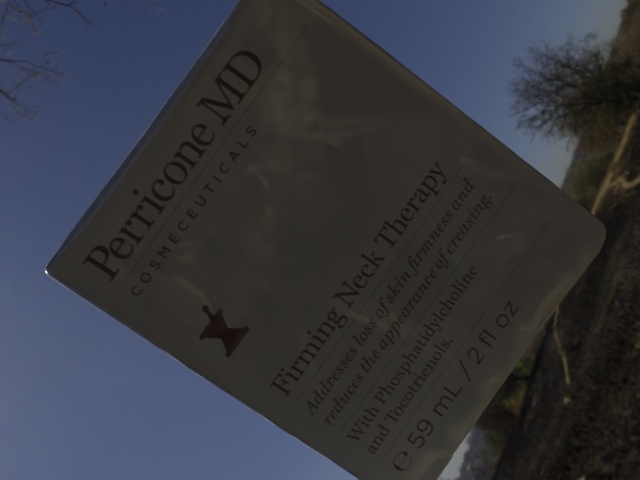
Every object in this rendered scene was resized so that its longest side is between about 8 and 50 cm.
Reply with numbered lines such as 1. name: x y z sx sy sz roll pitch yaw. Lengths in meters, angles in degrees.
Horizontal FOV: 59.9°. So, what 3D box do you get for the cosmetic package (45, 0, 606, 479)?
1. cosmetic package: 0.000 0.000 0.634 0.329 0.394 0.327 -55 8 -1
